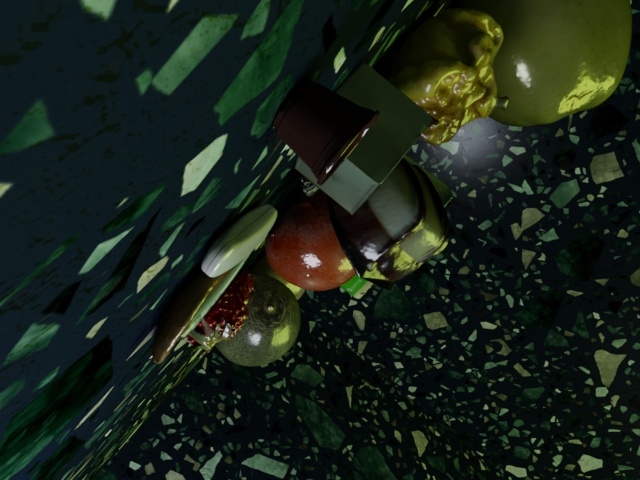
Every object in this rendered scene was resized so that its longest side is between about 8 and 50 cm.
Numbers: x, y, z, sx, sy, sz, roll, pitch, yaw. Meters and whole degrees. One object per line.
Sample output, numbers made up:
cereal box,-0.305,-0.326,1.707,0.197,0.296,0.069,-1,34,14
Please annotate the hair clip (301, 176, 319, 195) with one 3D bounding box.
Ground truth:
hair clip,0.062,-0.207,1.093,0.321,0.091,0.138,-33,175,-46

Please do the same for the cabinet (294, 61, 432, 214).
cabinet,0.064,-0.164,0.837,0.150,0.145,0.206,-51,180,-13

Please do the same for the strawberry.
strawberry,-0.233,0.140,1.074,0.167,0.087,0.208,-30,-146,22

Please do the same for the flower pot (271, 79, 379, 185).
flower pot,0.000,-0.133,0.563,0.111,0.089,0.111,-50,180,0

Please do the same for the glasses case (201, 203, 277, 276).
glasses case,-0.126,-0.004,0.784,0.076,0.049,0.197,-52,179,31

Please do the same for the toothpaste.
toothpaste,-0.220,0.104,0.997,0.239,0.039,0.062,-53,-175,-36

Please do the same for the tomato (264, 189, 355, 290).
tomato,0.000,0.000,1.181,0.265,0.265,0.265,-51,179,-1

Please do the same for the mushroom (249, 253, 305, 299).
mushroom,-0.148,0.113,1.578,0.204,0.204,0.204,-51,179,-1

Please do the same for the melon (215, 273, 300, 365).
melon,-0.185,0.226,1.356,0.248,0.248,0.329,-51,-179,-29

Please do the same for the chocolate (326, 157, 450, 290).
chocolate,0.162,-0.054,1.034,0.186,0.284,0.283,-24,-166,29

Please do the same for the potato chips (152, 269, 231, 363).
potato chips,-0.223,0.115,0.800,0.202,0.049,0.150,-54,-177,23

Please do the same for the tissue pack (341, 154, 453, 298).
tissue pack,0.115,-0.071,1.404,0.405,0.331,0.205,-52,180,37

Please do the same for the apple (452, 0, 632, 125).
apple,0.569,-0.531,1.295,0.474,0.473,0.473,-51,179,-1

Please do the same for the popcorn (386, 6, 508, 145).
popcorn,0.269,-0.334,1.051,0.297,0.280,0.316,89,24,-62

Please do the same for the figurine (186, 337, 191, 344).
figurine,-0.298,0.229,1.217,0.094,0.086,0.082,25,90,-47
